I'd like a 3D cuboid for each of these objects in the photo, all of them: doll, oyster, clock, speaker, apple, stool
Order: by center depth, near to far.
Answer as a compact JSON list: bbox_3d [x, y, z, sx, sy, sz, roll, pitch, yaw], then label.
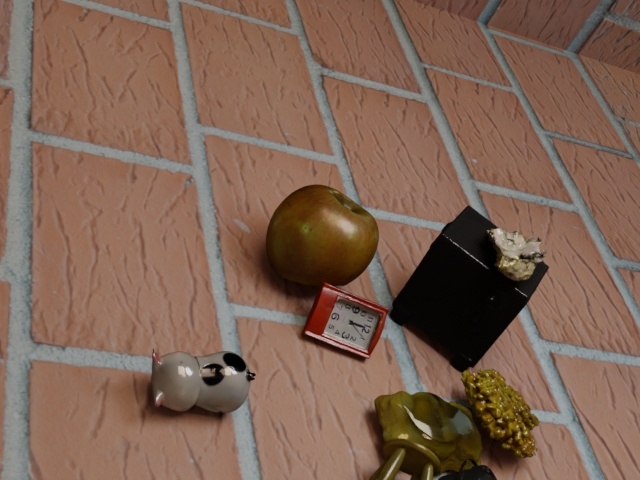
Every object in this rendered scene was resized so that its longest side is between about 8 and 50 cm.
[{"bbox_3d":[-0.213,0.246,1.751,0.180,0.107,0.110,2,66,-25],"label":"doll"},{"bbox_3d":[0.144,0.425,1.774,0.135,0.134,0.110,61,43,-37],"label":"stool"},{"bbox_3d":[0.052,0.163,2.041,0.155,0.113,0.061,23,-3,-11],"label":"clock"},{"bbox_3d":[0.397,0.028,2.042,0.133,0.072,0.209,16,17,-11],"label":"oyster"},{"bbox_3d":[0.000,0.000,2.098,0.237,0.207,0.237,30,17,-10],"label":"apple"},{"bbox_3d":[0.312,0.105,2.154,0.232,0.254,0.184,38,36,9],"label":"speaker"}]

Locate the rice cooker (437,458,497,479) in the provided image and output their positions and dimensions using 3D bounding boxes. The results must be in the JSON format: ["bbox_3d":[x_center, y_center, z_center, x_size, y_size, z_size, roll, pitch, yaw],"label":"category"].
[{"bbox_3d":[0.258,0.486,1.769,0.142,0.118,0.203,62,31,-21],"label":"rice cooker"}]

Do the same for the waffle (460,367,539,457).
[{"bbox_3d":[0.373,0.346,2.027,0.197,0.070,0.193,43,19,-15],"label":"waffle"}]

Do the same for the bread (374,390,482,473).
[{"bbox_3d":[0.218,0.365,1.930,0.233,0.088,0.161,9,39,-29],"label":"bread"}]
